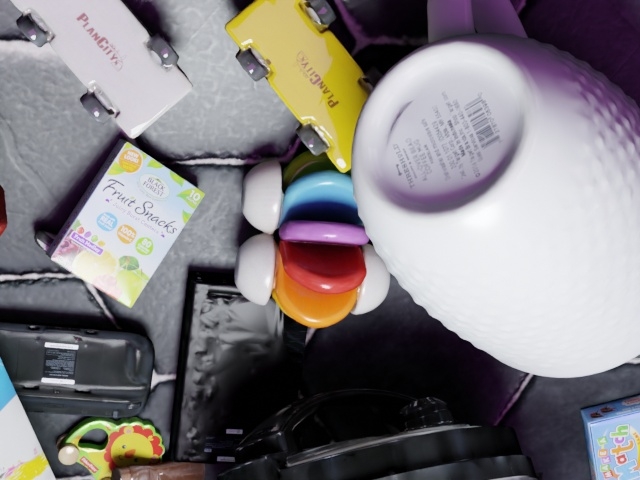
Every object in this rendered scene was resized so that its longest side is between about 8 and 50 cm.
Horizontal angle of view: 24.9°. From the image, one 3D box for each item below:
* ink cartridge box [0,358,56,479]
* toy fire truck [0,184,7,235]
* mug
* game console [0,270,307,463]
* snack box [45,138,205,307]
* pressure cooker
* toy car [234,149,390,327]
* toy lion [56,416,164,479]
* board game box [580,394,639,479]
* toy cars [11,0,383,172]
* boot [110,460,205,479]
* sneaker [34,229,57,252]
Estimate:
[{"bbox_3d":[-0.395,0.255,1.484,0.171,0.168,0.233,-1,121,32],"label":"ink cartridge box"},{"bbox_3d":[-0.407,-0.063,1.293,0.302,0.254,0.169,22,108,-49],"label":"toy fire truck"},{"bbox_3d":[0.172,-0.087,1.350,0.276,0.374,0.328,-17,155,24],"label":"mug"},{"bbox_3d":[-0.198,0.130,1.550,0.361,0.044,0.213,5,107,-11],"label":"game console"},{"bbox_3d":[-0.198,-0.017,1.472,0.100,0.037,0.141,34,88,-22],"label":"snack box"},{"bbox_3d":[0.075,0.357,1.498,0.375,0.370,0.420,-13,75,-3],"label":"pressure cooker"},{"bbox_3d":[0.000,0.000,1.463,0.159,0.136,0.182,5,97,-10],"label":"toy car"},{"bbox_3d":[-0.228,0.231,1.609,0.096,0.034,0.100,-43,113,4],"label":"toy lion"},{"bbox_3d":[0.422,0.247,1.707,0.211,0.039,0.160,-14,116,-3],"label":"board game box"},{"bbox_3d":[-0.110,-0.181,1.407,0.393,0.087,0.176,9,102,-8],"label":"toy cars"},{"bbox_3d":[-0.184,0.290,1.621,0.114,0.037,0.106,-3,123,-36],"label":"boot"},{"bbox_3d":[-0.245,0.010,1.502,0.109,0.040,0.044,25,92,-22],"label":"sneaker"}]
